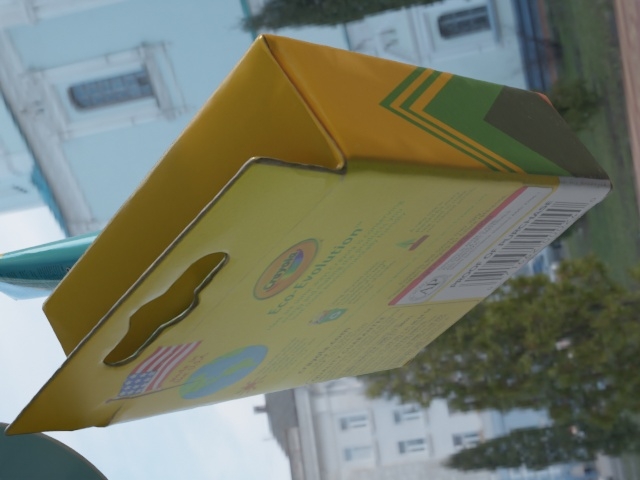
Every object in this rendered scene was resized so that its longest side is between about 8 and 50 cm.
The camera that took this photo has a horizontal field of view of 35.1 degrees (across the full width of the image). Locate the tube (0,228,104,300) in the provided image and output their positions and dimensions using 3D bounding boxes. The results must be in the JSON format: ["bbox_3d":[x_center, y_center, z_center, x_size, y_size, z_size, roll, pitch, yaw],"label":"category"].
[{"bbox_3d":[-0.247,0.028,0.932,0.080,0.207,0.052,45,-133,-39],"label":"tube"}]

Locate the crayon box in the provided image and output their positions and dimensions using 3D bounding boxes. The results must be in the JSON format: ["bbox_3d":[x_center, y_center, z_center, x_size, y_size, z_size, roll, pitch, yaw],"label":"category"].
[{"bbox_3d":[0.000,0.000,0.539,0.318,0.202,0.081,-1,-127,-52],"label":"crayon box"}]

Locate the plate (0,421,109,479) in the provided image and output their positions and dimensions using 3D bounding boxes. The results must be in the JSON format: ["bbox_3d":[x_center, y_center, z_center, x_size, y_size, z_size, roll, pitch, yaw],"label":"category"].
[{"bbox_3d":[-0.160,0.180,0.485,0.188,0.024,0.188,27,-131,-36],"label":"plate"}]
